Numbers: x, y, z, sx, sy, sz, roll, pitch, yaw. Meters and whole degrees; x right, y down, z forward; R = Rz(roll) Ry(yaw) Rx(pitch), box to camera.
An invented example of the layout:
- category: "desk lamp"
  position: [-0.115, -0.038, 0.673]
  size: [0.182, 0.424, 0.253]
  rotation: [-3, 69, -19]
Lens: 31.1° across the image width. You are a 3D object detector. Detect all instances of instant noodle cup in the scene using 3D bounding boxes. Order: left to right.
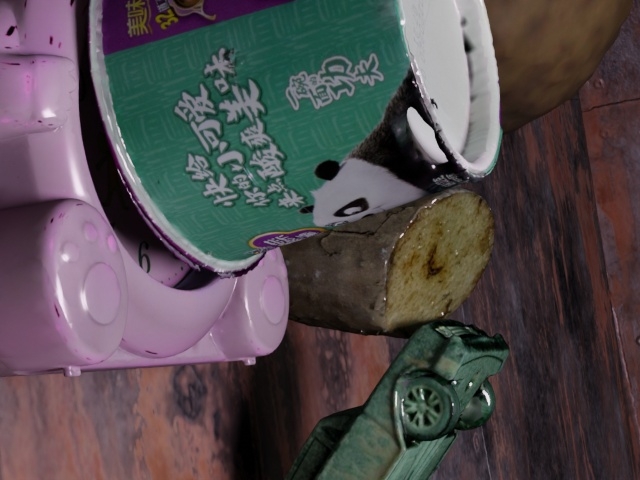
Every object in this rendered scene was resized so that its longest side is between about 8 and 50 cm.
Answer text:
- category: "instant noodle cup"
  position: [-0.001, -0.114, 0.745]
  size: [0.251, 0.190, 0.251]
  rotation: [39, 45, -55]

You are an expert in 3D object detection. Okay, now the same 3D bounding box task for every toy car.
- category: "toy car"
  position: [0.031, 0.200, 0.932]
  size: [0.321, 0.097, 0.141]
  rotation: [-59, 156, 10]

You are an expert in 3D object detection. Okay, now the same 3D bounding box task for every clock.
- category: "clock"
  position: [-0.141, -0.069, 0.786]
  size: [0.295, 0.113, 0.322]
  rotation: [9, 73, -64]

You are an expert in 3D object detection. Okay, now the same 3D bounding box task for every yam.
- category: "yam"
  position: [0.000, 0.000, 0.955]
  size: [0.154, 0.254, 0.154]
  rotation: [-27, 124, -48]

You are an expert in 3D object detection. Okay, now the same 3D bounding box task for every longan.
- category: "longan"
  position: [0.128, -0.292, 1.139]
  size: [0.391, 0.391, 0.391]
  rotation: [33, 53, -58]
